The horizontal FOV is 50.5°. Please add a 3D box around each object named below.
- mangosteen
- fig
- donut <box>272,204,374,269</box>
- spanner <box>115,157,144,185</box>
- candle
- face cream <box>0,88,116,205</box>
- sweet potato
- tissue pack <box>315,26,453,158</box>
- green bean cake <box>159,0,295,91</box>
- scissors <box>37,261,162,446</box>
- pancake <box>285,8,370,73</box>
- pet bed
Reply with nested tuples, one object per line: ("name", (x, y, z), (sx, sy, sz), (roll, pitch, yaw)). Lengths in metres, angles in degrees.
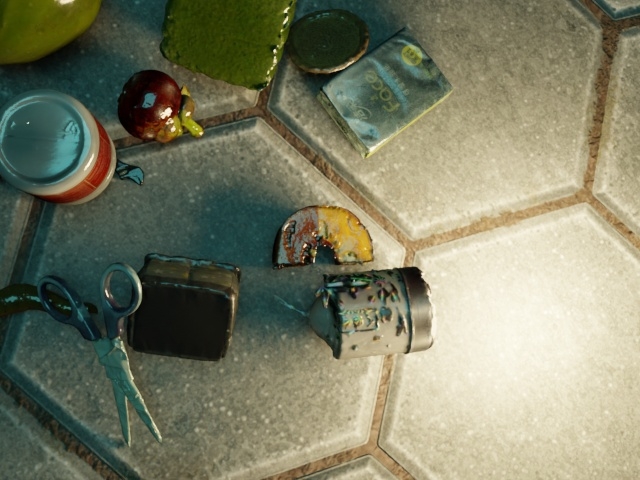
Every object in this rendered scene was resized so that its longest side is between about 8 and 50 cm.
("mangosteen", (-0.327, -0.274, 1.410), (0.181, 0.146, 0.155), (20, 77, -6))
("fig", (-0.590, -0.492, 1.332), (0.316, 0.316, 0.316), (1, 82, -9))
("donut", (0.002, 0.000, 1.459), (0.217, 0.085, 0.141), (2, 82, -10))
("spanner", (-0.459, -0.188, 1.446), (0.208, 0.012, 0.046), (40, 78, -2))
("candle", (0.071, 0.150, 1.403), (0.330, 0.187, 0.187), (-4, 83, -8))
("face cream", (-0.521, -0.177, 1.336), (0.201, 0.187, 0.201), (0, 85, -5))
("sweet potato", (-0.578, 0.122, 1.364), (0.250, 0.059, 0.069), (1, 102, -13))
("tissue pack", (0.143, -0.331, 1.528), (0.257, 0.081, 0.185), (-38, 89, -13))
("green bean cake", (-0.188, -0.463, 1.411), (0.250, 0.156, 0.246), (17, 119, -6))
("scissors", (-0.405, 0.232, 1.318), (0.256, 0.029, 0.383), (-8, 105, 26))
("pancake", (0.014, -0.450, 1.520), (0.199, 0.021, 0.199), (-2, 61, 3))
("pet bed", (-0.273, 0.126, 1.371), (0.211, 0.159, 0.183), (7, 110, -7))
